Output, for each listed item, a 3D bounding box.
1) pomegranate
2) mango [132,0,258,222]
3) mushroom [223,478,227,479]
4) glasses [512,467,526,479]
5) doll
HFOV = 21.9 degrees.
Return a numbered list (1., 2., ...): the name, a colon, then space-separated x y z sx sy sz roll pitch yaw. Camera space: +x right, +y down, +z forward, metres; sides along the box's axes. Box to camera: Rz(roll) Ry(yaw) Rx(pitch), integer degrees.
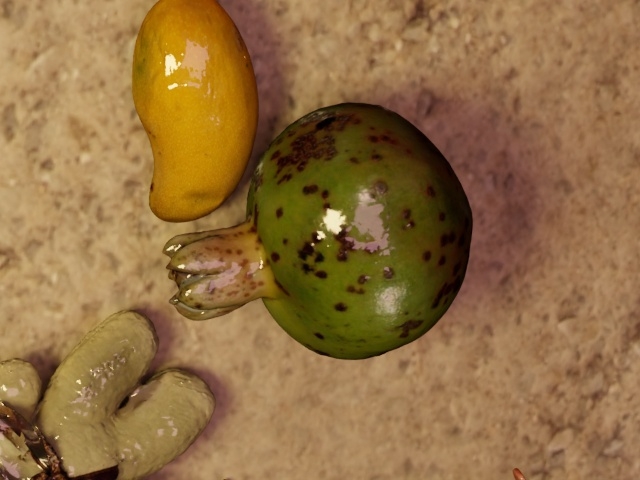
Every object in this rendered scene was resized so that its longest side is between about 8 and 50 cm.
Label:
1. pomegranate: 0.000 0.000 1.281 0.248 0.202 0.202 -15 105 -15
2. mango: -0.097 -0.104 1.289 0.098 0.075 0.190 0 108 2
3. mushroom: -0.129 0.334 1.396 0.028 0.026 0.286 14 95 -35
4. glasses: 0.153 0.337 1.343 0.234 0.118 0.268 -29 87 -5
5. doll: -0.207 0.179 1.288 0.175 0.149 0.278 39 73 12
